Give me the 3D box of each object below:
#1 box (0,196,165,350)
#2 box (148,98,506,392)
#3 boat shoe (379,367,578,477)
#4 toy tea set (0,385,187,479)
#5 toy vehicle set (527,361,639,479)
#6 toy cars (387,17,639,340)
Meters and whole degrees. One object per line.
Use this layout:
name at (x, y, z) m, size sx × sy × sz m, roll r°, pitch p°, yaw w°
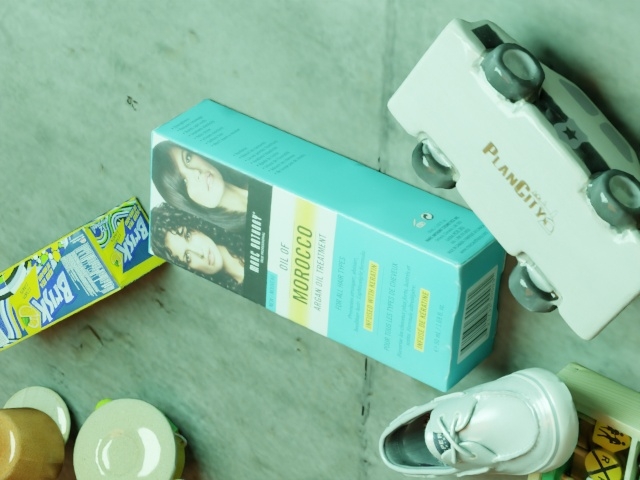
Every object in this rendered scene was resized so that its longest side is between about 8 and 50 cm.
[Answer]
box at (-0.189, 0.027, 1.475) m, size 0.169 × 0.059 × 0.054 m, roll -25°, pitch 96°, yaw 45°
box at (0.000, 0.000, 1.300) m, size 0.244 × 0.060 × 0.100 m, roll 24°, pitch 128°, yaw 28°
boat shoe at (0.094, 0.119, 1.254) m, size 0.184 × 0.063 × 0.066 m, roll -11°, pitch 93°, yaw 64°
toy tea set at (-0.138, 0.240, 1.526) m, size 0.200 × 0.124 × 0.336 m, roll -36°, pitch 68°, yaw 13°
toy vehicle set at (0.203, 0.223, 1.277) m, size 0.166 × 0.035 × 0.267 m, roll 25°, pitch 128°, yaw 28°
toy cars at (0.214, -0.022, 1.095) m, size 0.393 × 0.087 × 0.176 m, roll 16°, pitch 119°, yaw 37°
